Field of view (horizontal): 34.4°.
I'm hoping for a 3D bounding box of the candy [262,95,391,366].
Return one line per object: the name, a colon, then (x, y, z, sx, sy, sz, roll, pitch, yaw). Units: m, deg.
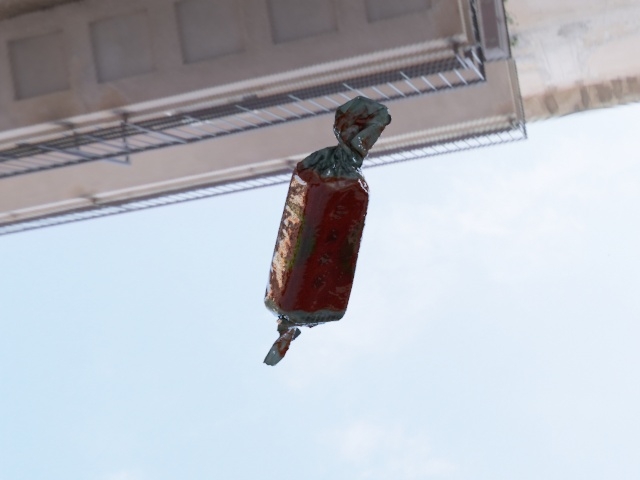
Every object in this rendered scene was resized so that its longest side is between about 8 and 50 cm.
candy: (0.000, 0.001, 0.983, 0.059, 0.086, 0.292, 42, -54, 46)
